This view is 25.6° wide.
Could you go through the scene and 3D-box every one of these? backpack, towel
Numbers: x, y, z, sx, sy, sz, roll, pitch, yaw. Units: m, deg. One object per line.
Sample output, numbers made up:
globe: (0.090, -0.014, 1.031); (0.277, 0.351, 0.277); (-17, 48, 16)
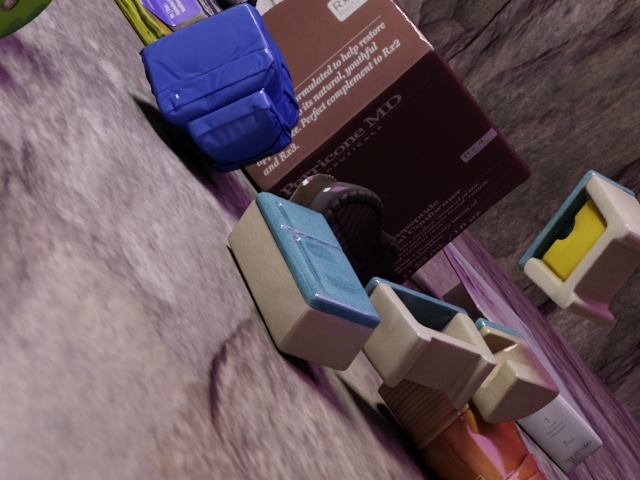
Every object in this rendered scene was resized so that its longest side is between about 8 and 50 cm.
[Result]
backpack: (-0.068, -0.101, 1.027); (0.120, 0.098, 0.101); (53, 20, -75)
towel: (-0.113, -0.164, 1.326); (0.102, 0.021, 0.237); (56, 10, 33)

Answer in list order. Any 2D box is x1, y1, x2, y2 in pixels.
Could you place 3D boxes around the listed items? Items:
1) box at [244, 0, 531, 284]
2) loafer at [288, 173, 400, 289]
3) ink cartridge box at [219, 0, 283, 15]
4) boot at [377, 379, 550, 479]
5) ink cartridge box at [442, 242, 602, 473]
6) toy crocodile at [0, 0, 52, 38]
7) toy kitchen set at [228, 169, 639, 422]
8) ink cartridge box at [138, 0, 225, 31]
box: (0.054, -0.101, 1.335); (0.143, 0.191, 0.381); (53, 9, 25)
loafer: (0.000, 0.000, 1.040); (0.078, 0.080, 0.220); (28, -8, 15)
ink cartridge box: (-0.063, -0.277, 1.606); (0.160, 0.093, 0.219); (66, -10, -23)
boot: (0.124, 0.149, 0.996); (0.152, 0.073, 0.197); (50, 20, 16)
ink cartridge box: (0.194, 0.109, 1.608); (0.239, 0.060, 0.275); (45, 10, -24)
toy crocodile: (-0.194, -0.184, 0.661); (0.115, 0.105, 0.340); (51, 9, 13)
toy kitchen set: (0.080, 0.000, 0.891); (0.207, 0.166, 0.122); (22, 23, -33)
ink cartridge box: (-0.154, -0.266, 1.497); (0.208, 0.045, 0.206); (38, 15, -52)
